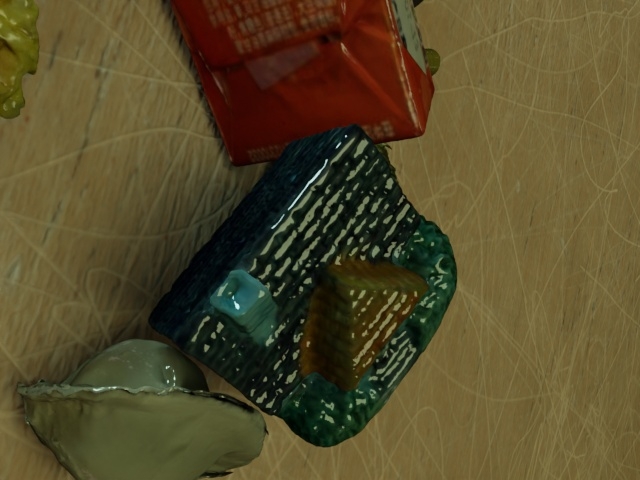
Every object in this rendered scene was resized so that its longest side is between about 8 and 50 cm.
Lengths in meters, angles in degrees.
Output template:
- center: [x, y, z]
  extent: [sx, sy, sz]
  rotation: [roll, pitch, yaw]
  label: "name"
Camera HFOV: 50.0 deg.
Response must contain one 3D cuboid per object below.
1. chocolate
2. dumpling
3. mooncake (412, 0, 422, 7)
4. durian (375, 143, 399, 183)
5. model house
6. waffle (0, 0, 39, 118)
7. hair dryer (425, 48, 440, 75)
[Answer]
- center: [-0.017, -0.210, 0.696]
  extent: [0.108, 0.237, 0.235]
  rotation: [-48, 125, -51]
  label: "chocolate"
- center: [-0.146, 0.163, 0.632]
  extent: [0.247, 0.172, 0.142]
  rotation: [33, 48, -40]
  label: "dumpling"
- center: [0.075, -0.398, 0.850]
  extent: [0.244, 0.133, 0.245]
  rotation: [3, 85, -40]
  label: "mooncake"
- center: [-0.002, 0.004, 0.838]
  extent: [0.198, 0.163, 0.394]
  rotation: [25, 65, -2]
  label: "durian"
- center: [0.004, 0.028, 0.615]
  extent: [0.261, 0.226, 0.241]
  rotation: [-54, 168, -14]
  label: "model house"
- center: [-0.323, -0.176, 0.441]
  extent: [0.262, 0.060, 0.281]
  rotation: [-2, 113, -26]
  label: "waffle"
- center: [0.084, -0.218, 0.891]
  extent: [0.278, 0.090, 0.135]
  rotation: [-20, 90, -52]
  label: "hair dryer"
